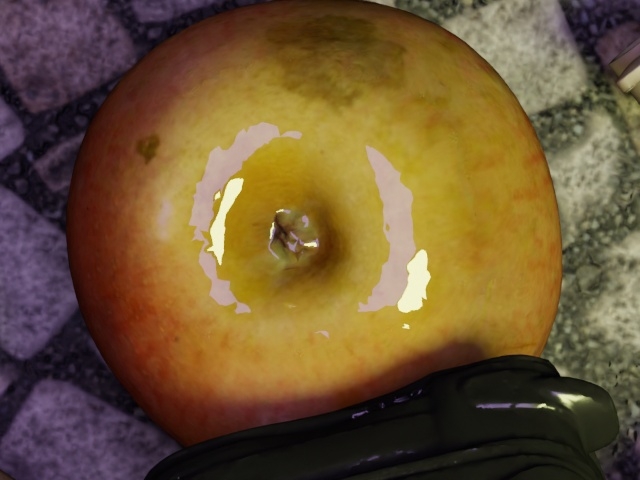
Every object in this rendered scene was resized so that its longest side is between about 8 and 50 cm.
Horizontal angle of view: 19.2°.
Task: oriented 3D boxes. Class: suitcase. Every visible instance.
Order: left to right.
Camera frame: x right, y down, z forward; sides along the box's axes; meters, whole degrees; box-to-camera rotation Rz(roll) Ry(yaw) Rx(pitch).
[{"bbox_3d":[0.058,0.257,1.224,0.339,0.345,0.188,-16,44,8],"label":"suitcase"}]

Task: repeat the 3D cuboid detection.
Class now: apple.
[{"bbox_3d":[0.000,0.000,1.337,0.364,0.364,0.364,1,86,-7],"label":"apple"}]

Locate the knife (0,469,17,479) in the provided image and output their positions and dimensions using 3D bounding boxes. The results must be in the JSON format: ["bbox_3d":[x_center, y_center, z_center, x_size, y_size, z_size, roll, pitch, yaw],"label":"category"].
[{"bbox_3d":[-0.311,0.136,1.445,0.298,0.017,0.047,33,81,0],"label":"knife"}]

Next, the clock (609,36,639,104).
[{"bbox_3d":[0.304,-0.162,1.470,0.063,0.155,0.229,51,46,-2],"label":"clock"}]
